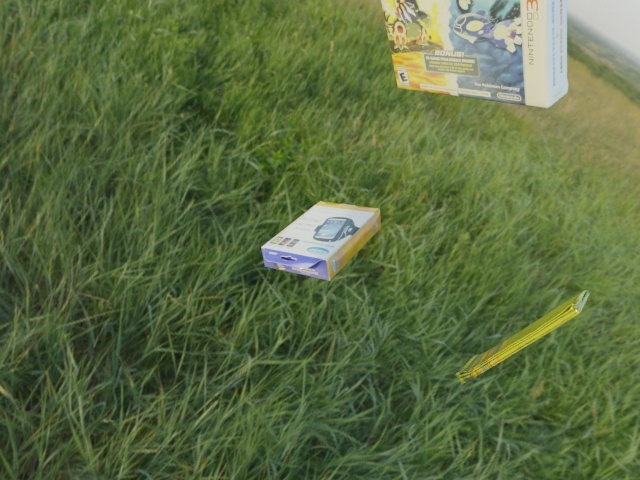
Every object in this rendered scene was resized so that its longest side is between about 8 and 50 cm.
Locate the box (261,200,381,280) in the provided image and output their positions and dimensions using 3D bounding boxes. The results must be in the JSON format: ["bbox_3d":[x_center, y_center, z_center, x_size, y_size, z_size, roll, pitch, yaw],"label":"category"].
[{"bbox_3d":[0.000,0.000,0.569,0.081,0.028,0.136,10,34,30],"label":"box"}]

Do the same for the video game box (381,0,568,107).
[{"bbox_3d":[0.152,-0.243,0.556,0.048,0.187,0.205,-37,39,-26],"label":"video game box"}]

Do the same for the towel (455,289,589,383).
[{"bbox_3d":[0.329,0.158,0.878,0.021,0.237,0.102,52,34,10],"label":"towel"}]
